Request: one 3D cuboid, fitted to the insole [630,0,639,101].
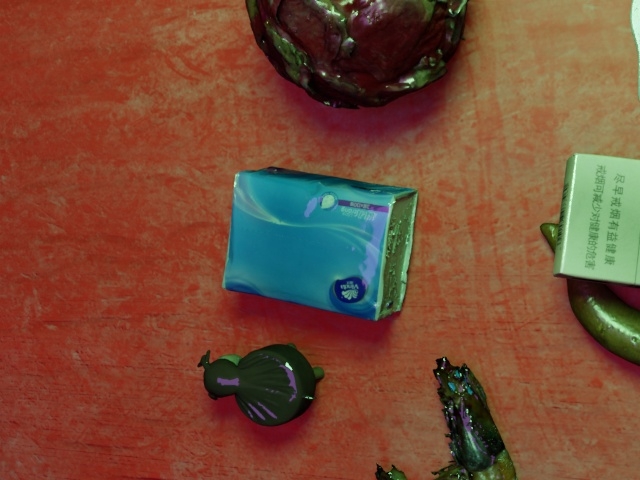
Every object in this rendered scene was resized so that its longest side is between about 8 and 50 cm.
[{"bbox_3d":[0.459,-0.276,1.205,0.065,0.004,0.197,0,95,24],"label":"insole"}]

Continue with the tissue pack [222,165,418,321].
[{"bbox_3d":[0.000,0.000,1.355,0.264,0.146,0.198,11,100,22],"label":"tissue pack"}]

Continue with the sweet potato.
[{"bbox_3d":[0.426,0.105,1.213,0.346,0.079,0.108,41,117,29],"label":"sweet potato"}]

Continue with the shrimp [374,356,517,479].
[{"bbox_3d":[0.181,0.324,1.354,0.222,0.054,0.290,-12,94,25],"label":"shrimp"}]

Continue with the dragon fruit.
[{"bbox_3d":[0.050,-0.337,1.224,0.329,0.329,0.329,2,96,24],"label":"dragon fruit"}]

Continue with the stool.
[{"bbox_3d":[-0.094,0.227,1.430,0.217,0.121,0.125,6,99,21],"label":"stool"}]

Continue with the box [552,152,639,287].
[{"bbox_3d":[0.446,-0.016,1.148,0.257,0.069,0.164,8,86,6],"label":"box"}]
